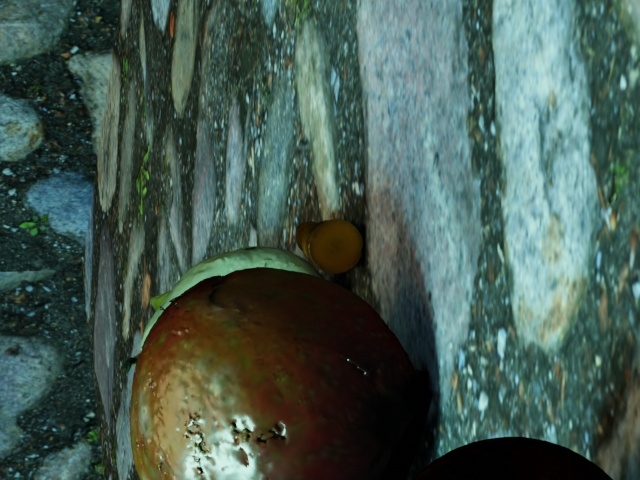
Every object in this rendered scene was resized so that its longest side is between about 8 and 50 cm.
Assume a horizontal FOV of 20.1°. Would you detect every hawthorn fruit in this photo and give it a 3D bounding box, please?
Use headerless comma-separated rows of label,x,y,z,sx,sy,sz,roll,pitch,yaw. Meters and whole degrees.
hawthorn fruit,-0.038,0.171,1.784,0.316,0.316,0.316,179,90,-76

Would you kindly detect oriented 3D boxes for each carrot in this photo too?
carrot,0.000,0.000,2.070,0.209,0.061,0.061,-159,68,-80

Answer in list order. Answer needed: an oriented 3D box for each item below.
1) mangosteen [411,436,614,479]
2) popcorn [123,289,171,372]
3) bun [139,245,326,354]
mangosteen,0.155,0.253,1.230,0.261,0.235,0.236,9,104,32
popcorn,-0.135,0.144,2.262,0.249,0.225,0.249,180,90,-81
bun,-0.086,0.145,2.054,0.160,0.259,0.259,117,149,-71
